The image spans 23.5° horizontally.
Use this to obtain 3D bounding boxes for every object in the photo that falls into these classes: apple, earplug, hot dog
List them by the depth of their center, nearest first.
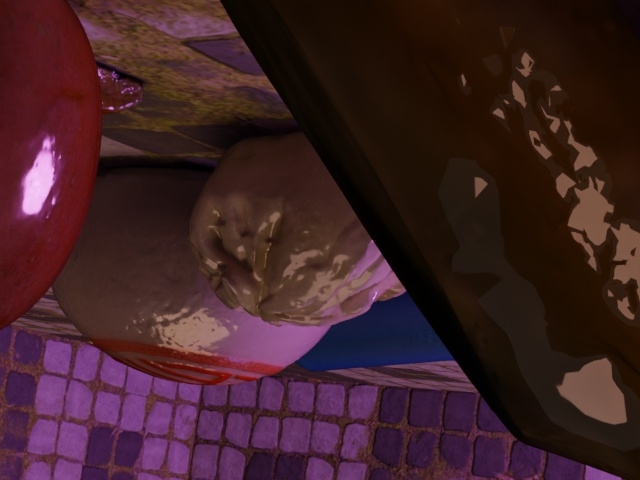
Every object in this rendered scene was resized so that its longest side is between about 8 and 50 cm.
[{"bbox_3d":[-0.225,-0.064,0.816,0.253,0.254,0.253,8,170,1],"label":"apple"},{"bbox_3d":[-0.158,-0.101,1.035,0.030,0.034,0.090,1,169,40],"label":"hot dog"},{"bbox_3d":[0.100,0.063,1.527,0.273,0.132,0.132,-4,165,37],"label":"earplug"}]

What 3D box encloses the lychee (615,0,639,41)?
[{"bbox_3d":[0.137,-0.092,0.463,0.197,0.165,0.165,1,168,24],"label":"lychee"}]

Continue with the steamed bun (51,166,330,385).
[{"bbox_3d":[-0.114,0.043,1.405,0.283,0.177,0.283,8,171,1],"label":"steamed bun"}]

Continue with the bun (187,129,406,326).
[{"bbox_3d":[0.000,0.000,1.181,0.229,0.145,0.229,9,167,2],"label":"bun"}]

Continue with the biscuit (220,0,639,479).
[{"bbox_3d":[0.020,-0.064,0.498,0.329,0.078,0.335,56,179,-14],"label":"biscuit"}]
